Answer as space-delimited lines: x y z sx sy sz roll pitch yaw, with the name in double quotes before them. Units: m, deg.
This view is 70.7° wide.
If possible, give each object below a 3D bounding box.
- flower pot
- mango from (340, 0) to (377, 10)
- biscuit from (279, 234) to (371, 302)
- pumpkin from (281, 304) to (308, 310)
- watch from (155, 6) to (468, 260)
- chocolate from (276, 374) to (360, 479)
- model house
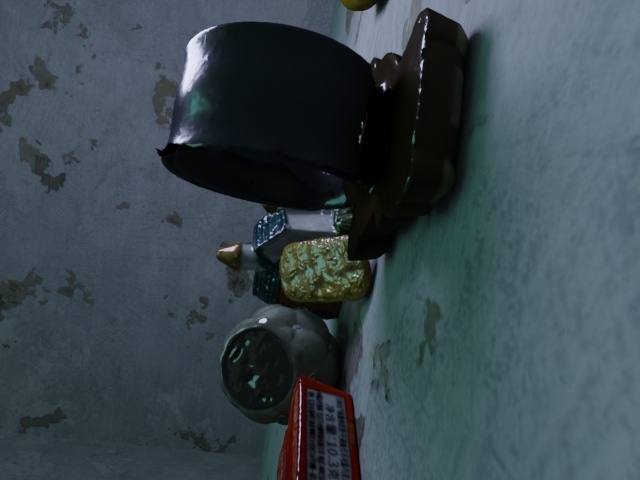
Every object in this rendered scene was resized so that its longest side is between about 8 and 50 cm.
"flower pot" -0.078 0.250 0.923 0.195 0.246 0.246 15 -97 -64
"mango" 0.105 -0.610 1.031 0.251 0.114 0.156 -118 45 -59
"biscuit" -0.001 0.055 0.824 0.247 0.029 0.118 -10 91 49
"pumpkin" -0.081 0.174 1.435 0.190 0.146 0.190 -15 -90 -90
"watch" -0.029 -0.147 0.584 0.335 0.327 0.313 146 132 -81
"chocolate" -0.011 0.387 0.722 0.237 0.108 0.234 -90 10 -61
"model house" -0.078 0.018 1.013 0.190 0.301 0.271 -104 23 -56
